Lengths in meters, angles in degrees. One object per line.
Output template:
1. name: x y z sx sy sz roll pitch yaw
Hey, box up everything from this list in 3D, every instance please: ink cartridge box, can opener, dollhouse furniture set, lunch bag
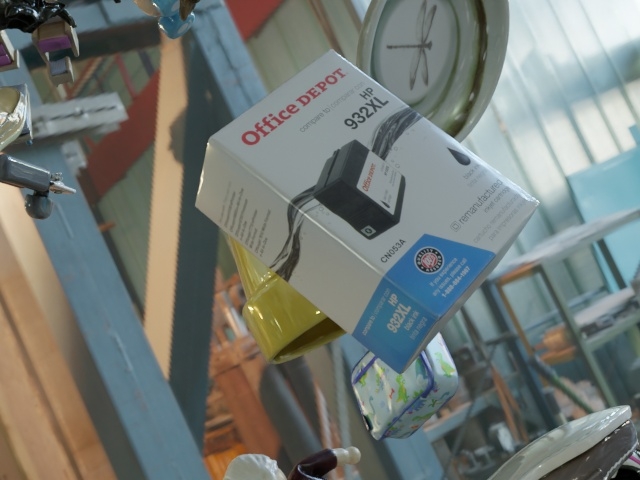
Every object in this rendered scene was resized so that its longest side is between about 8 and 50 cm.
1. ink cartridge box: 0.049 -0.042 1.000 0.223 0.307 0.129 -43 -15 -35
2. can opener: -0.522 -0.097 1.595 0.074 0.093 0.280 7 -8 8
3. dollhouse furniture set: -0.594 -0.306 1.606 0.286 0.303 0.198 -13 -35 -3
4. lunch bag: 0.149 0.257 1.670 0.090 0.176 0.219 7 -43 -33

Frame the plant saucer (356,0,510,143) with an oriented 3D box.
1. plant saucer: 0.180 -0.340 1.579 0.400 0.400 0.100 -22 33 -40

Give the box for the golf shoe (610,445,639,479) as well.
1. golf shoe: 0.424 0.329 1.327 0.086 0.067 0.186 -18 15 -41

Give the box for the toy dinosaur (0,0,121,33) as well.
1. toy dinosaur: -0.326 -0.372 1.032 0.322 0.218 0.164 -15 -5 -42

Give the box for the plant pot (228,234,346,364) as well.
1. plant pot: -0.018 0.007 1.231 0.254 0.239 0.254 -29 -12 -7

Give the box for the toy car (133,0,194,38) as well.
1. toy car: -0.291 -0.574 1.780 0.238 0.219 0.210 -44 -5 -9

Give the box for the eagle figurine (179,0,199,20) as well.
1. eagle figurine: -0.137 -0.442 1.284 0.226 0.225 0.298 -4 41 22

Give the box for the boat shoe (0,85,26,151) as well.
1. boat shoe: -0.450 -0.162 1.215 0.068 0.190 0.072 9 -47 -3

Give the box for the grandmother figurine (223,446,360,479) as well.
1. grandmother figurine: 0.006 0.408 1.343 0.342 0.208 0.104 28 -41 -24

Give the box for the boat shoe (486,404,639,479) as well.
1. boat shoe: 0.225 0.273 0.915 0.324 0.097 0.116 -24 -10 -34
